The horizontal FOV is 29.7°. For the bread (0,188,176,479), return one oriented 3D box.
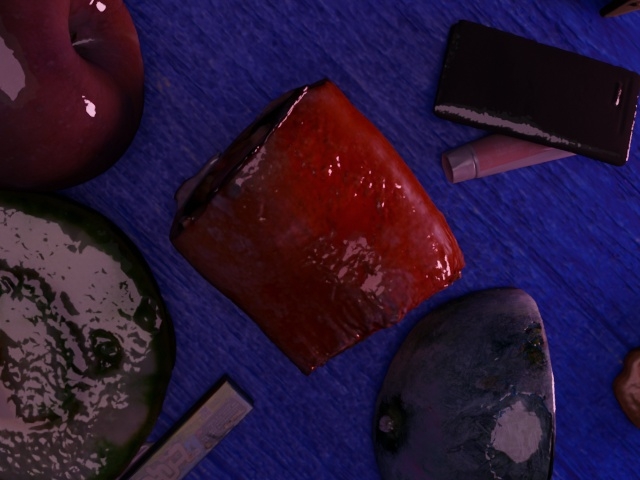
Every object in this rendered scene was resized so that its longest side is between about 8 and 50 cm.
[{"bbox_3d":[-0.362,0.122,1.385,0.382,0.129,0.366,-14,97,-3],"label":"bread"}]

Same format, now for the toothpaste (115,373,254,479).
[{"bbox_3d":[-0.172,0.241,1.455,0.070,0.044,0.193,45,90,-8],"label":"toothpaste"}]

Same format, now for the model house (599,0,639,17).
[{"bbox_3d":[0.394,-0.415,1.360,0.205,0.218,0.278,-17,92,-4],"label":"model house"}]

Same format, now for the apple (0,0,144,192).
[{"bbox_3d":[-0.333,-0.192,1.285,0.235,0.306,0.305,-17,98,22],"label":"apple"}]

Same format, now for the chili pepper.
[{"bbox_3d":[0.000,0.000,1.358,0.251,0.229,0.305,-43,97,-16],"label":"chili pepper"}]

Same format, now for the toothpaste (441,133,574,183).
[{"bbox_3d":[0.243,-0.116,1.460,0.194,0.043,0.067,-17,93,-9],"label":"toothpaste"}]

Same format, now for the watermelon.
[{"bbox_3d":[0.161,0.212,1.409,0.175,0.188,0.322,4,89,-9],"label":"watermelon"}]

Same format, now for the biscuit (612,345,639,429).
[{"bbox_3d":[0.504,0.136,1.504,0.295,0.044,0.186,-36,95,-1],"label":"biscuit"}]

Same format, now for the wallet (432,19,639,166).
[{"bbox_3d":[0.261,-0.175,1.444,0.244,0.025,0.124,15,78,-6],"label":"wallet"}]
